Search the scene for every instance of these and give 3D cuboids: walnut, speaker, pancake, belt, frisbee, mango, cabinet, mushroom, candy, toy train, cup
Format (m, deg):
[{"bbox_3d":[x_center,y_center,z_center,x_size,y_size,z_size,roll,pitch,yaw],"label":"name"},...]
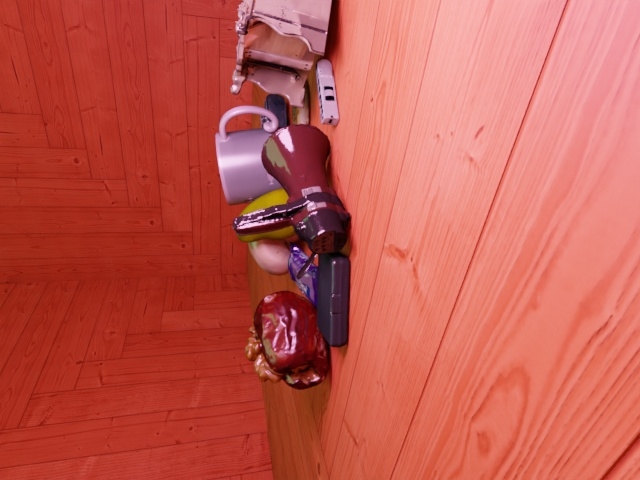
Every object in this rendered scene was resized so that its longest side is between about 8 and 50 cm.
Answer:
[{"bbox_3d":[-0.104,0.295,1.194,0.269,0.244,0.221,-111,8,-48],"label":"walnut"},{"bbox_3d":[-0.070,-0.124,1.013,0.198,0.259,0.329,122,147,-42],"label":"speaker"},{"bbox_3d":[-0.088,-0.490,1.471,0.197,0.054,0.376,103,161,-46],"label":"pancake"},{"bbox_3d":[-0.199,-0.491,1.766,0.206,0.116,0.267,-131,40,-75],"label":"belt"},{"bbox_3d":[0.000,0.000,1.117,0.211,0.012,0.187,-49,19,23],"label":"frisbee"},{"bbox_3d":[-0.161,-0.079,1.384,0.143,0.293,0.175,36,-138,-54],"label":"mango"},{"bbox_3d":[-0.109,-0.577,1.095,0.290,0.228,0.317,144,134,-72],"label":"cabinet"},{"bbox_3d":[-0.166,0.008,1.560,0.246,0.202,0.246,50,-164,-20],"label":"mushroom"},{"bbox_3d":[-0.051,0.113,1.336,0.275,0.070,0.145,-141,44,-59],"label":"candy"},{"bbox_3d":[0.016,-0.404,1.095,0.047,0.043,0.207,124,142,-66],"label":"toy train"},{"bbox_3d":[-0.213,-0.306,1.433,0.356,0.275,0.259,89,169,-47],"label":"cup"}]

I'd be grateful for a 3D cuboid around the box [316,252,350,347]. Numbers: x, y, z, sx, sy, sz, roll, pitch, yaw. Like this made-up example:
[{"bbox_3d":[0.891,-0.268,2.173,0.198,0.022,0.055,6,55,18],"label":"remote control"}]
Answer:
[{"bbox_3d":[0.030,0.143,1.068,0.160,0.050,0.230,-149,60,-73],"label":"box"}]
